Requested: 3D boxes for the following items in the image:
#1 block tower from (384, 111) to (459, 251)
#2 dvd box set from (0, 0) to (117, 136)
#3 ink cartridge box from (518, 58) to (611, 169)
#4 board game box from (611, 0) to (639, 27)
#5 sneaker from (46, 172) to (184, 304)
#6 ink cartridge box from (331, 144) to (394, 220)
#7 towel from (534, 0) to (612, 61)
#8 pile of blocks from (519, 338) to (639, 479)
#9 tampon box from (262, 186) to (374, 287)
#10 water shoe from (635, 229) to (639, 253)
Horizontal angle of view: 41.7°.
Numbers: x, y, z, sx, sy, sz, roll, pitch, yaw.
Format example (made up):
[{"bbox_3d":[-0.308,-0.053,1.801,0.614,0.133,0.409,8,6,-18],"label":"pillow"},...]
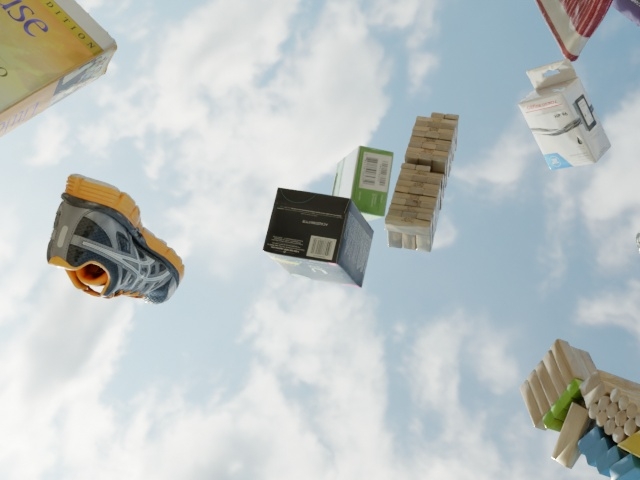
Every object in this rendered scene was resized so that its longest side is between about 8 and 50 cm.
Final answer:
[{"bbox_3d":[0.209,-0.120,1.704,0.091,0.097,0.335,9,-133,14],"label":"block tower"},{"bbox_3d":[-0.423,-0.178,0.718,0.062,0.307,0.420,-42,-176,46],"label":"dvd box set"},{"bbox_3d":[0.197,-0.102,0.690,0.028,0.083,0.048,-40,-162,-29],"label":"ink cartridge box"},{"bbox_3d":[0.458,-0.378,1.166,0.048,0.141,0.170,-8,-142,-13],"label":"board game box"},{"bbox_3d":[-0.196,0.020,0.791,0.084,0.215,0.083,13,-112,19],"label":"sneaker"},{"bbox_3d":[0.066,-0.091,1.448,0.209,0.062,0.109,165,-65,-80],"label":"ink cartridge box"},{"bbox_3d":[0.335,-0.403,0.966,0.237,0.037,0.329,-95,-162,-46],"label":"towel"},{"bbox_3d":[0.404,0.254,1.117,0.149,0.112,0.362,-69,-163,4],"label":"pile of blocks"},{"bbox_3d":[0.000,0.000,1.281,0.120,0.161,0.101,9,-104,19],"label":"tampon box"},{"bbox_3d":[0.296,0.012,0.638,0.080,0.203,0.073,-15,-98,11],"label":"water shoe"}]
